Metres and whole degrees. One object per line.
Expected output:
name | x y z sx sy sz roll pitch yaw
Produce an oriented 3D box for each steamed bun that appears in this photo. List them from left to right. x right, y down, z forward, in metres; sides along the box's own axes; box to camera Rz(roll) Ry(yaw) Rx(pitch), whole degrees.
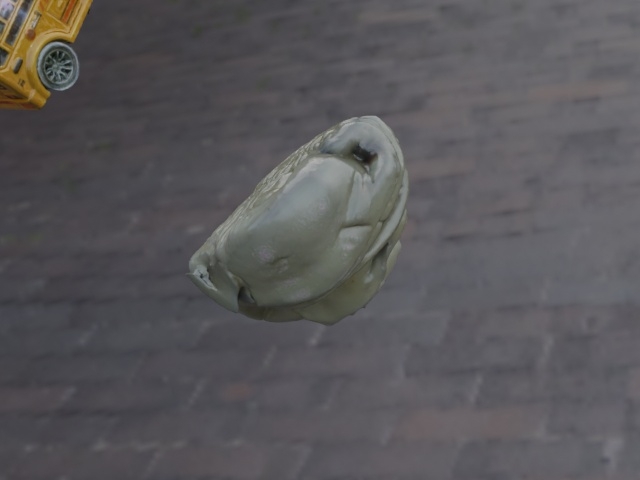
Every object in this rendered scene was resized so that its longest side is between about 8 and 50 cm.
steamed bun | -0.001 0.001 1.593 0.211 0.144 0.218 -46 7 -35

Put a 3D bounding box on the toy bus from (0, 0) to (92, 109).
toy bus | -0.168 -0.160 1.072 0.069 0.074 0.162 5 68 48
